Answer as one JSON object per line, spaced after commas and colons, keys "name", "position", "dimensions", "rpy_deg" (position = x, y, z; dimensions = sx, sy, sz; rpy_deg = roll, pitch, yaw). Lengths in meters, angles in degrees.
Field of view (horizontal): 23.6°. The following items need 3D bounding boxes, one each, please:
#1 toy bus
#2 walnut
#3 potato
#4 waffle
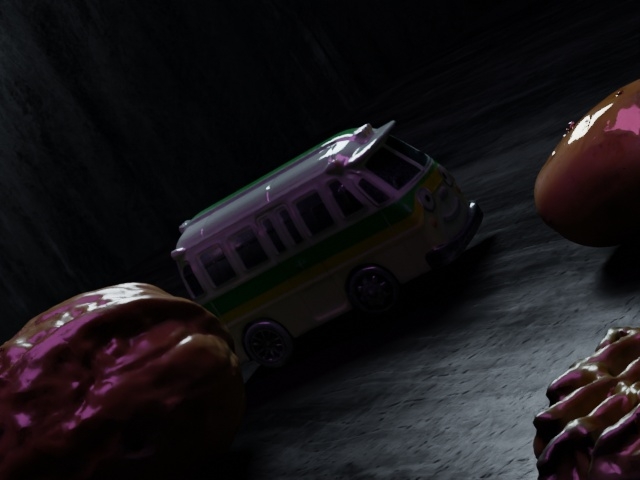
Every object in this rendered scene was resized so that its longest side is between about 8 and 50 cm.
{"name": "toy bus", "position": [0.000, 0.000, 1.475], "dimensions": [0.276, 0.164, 0.133], "rpy_deg": [-29, 10, 28]}
{"name": "walnut", "position": [-0.175, 0.138, 1.270], "dimensions": [0.245, 0.198, 0.198], "rpy_deg": [-29, 7, -20]}
{"name": "potato", "position": [0.237, -0.059, 1.139], "dimensions": [0.178, 0.109, 0.118], "rpy_deg": [-34, 29, 33]}
{"name": "waffle", "position": [0.203, 0.061, 0.768], "dimensions": [0.204, 0.054, 0.223], "rpy_deg": [-27, 8, 34]}
